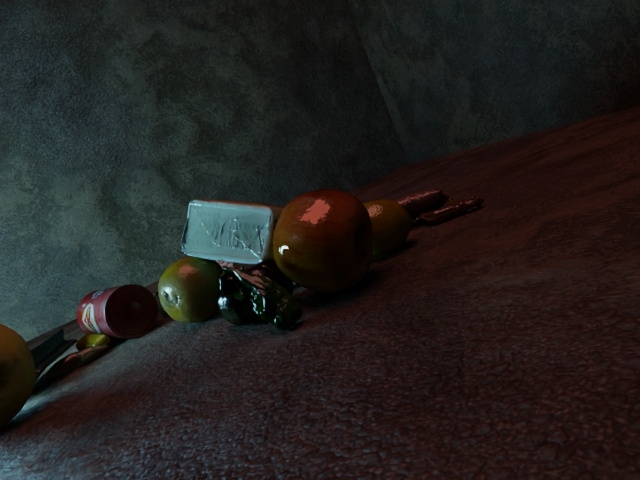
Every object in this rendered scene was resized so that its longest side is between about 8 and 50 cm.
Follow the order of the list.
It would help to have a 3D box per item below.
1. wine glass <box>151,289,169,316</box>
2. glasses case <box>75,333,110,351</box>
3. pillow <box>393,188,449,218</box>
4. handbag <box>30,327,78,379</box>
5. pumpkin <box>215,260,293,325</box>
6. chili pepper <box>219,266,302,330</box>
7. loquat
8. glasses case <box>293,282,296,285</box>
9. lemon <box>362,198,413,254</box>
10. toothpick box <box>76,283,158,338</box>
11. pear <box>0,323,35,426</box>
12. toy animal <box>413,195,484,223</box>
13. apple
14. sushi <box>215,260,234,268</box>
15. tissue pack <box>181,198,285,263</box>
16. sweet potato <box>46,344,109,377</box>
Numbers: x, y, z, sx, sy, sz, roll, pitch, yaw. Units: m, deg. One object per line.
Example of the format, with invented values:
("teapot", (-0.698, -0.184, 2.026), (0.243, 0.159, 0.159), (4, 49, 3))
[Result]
("wine glass", (-0.536, 0.215, 2.081), (0.241, 0.126, 0.126), (-20, 9, 26))
("glasses case", (-0.866, 0.390, 2.024), (0.234, 0.064, 0.079), (-13, 23, 49))
("pillow", (0.348, -0.127, 1.946), (0.236, 0.084, 0.223), (-22, -12, 16))
("handbag", (-0.999, 0.439, 1.842), (0.238, 0.089, 0.326), (-42, 9, 6))
("pumpkin", (-0.191, 0.145, 1.557), (0.238, 0.159, 0.238), (-26, 11, 5))
("chili pepper", (-0.159, 0.141, 1.378), (0.253, 0.099, 0.083), (27, 16, 27))
("loquat", (-0.423, 0.164, 1.812), (0.244, 0.243, 0.244), (-22, 9, 4))
("glasses case", (-0.136, 0.134, 1.792), (0.234, 0.059, 0.092), (-19, 12, 17))
("lemon", (0.192, -0.043, 1.679), (0.203, 0.178, 0.178), (-10, 10, 3))
("toothpick box", (-0.794, 0.280, 2.078), (0.204, 0.204, 0.333), (-30, 12, -39))
("pear", (-0.998, 0.392, 1.511), (0.349, 0.348, 0.348), (-22, 9, 4))
("toy animal", (0.432, -0.103, 1.818), (0.241, 0.056, 0.099), (-21, 10, 7))
("apple", (0.000, 0.000, 1.479), (0.275, 0.298, 0.299), (8, 21, 20))
("sushi", (-0.387, 0.176, 1.962), (0.192, 0.050, 0.215), (-21, 54, 2))
("tissue pack", (-0.214, -0.024, 1.846), (0.332, 0.205, 0.405), (8, 2, 25))
("sweet potato", (-0.854, 0.417, 1.882), (0.219, 0.051, 0.065), (-27, 50, -24))
